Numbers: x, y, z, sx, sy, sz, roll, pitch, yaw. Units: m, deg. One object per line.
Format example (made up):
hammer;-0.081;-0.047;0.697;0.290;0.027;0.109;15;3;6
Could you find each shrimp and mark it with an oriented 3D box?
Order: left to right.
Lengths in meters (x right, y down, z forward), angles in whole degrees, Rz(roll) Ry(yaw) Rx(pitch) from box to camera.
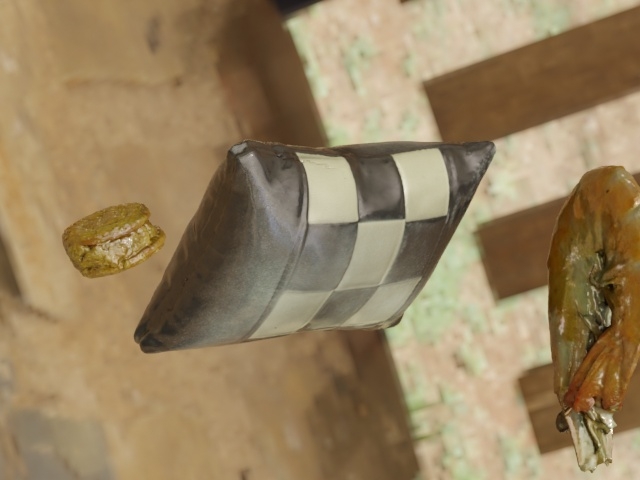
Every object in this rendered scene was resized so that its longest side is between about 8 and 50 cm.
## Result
shrimp;0.189;0.057;1.334;0.115;0.051;0.217;-139;-129;-68

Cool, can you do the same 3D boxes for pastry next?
pastry;-0.212;-0.001;2.011;0.109;0.097;0.057;-36;110;-39

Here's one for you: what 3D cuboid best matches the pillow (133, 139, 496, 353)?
pillow;0.000;0.000;1.403;0.250;0.186;0.106;-3;44;-42
